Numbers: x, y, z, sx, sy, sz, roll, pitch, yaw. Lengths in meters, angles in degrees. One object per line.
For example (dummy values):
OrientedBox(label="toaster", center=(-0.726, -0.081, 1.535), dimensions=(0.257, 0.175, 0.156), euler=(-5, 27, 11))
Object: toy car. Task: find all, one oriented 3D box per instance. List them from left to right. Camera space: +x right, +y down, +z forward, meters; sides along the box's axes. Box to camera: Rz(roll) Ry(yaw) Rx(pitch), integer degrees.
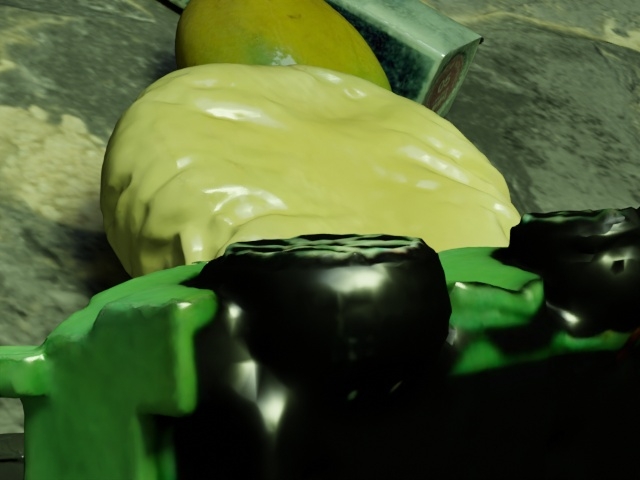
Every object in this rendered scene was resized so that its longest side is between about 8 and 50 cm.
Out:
OrientedBox(label="toy car", center=(0.007, 0.101, 0.706), dimensions=(0.176, 0.213, 0.359), euler=(1, 6, 41))

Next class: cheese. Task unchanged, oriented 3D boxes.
OrientedBox(label="cheese", center=(0.000, 0.000, 0.942), dimensions=(0.226, 0.117, 0.214), euler=(0, 35, -31))

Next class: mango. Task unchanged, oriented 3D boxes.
OrientedBox(label="mango", center=(-0.017, -0.091, 1.118), dimensions=(0.130, 0.092, 0.194), euler=(-9, 51, -47))

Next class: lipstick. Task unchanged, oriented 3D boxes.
OrientedBox(label="lipstick", center=(-0.035, -0.173, 1.244), dimensions=(0.290, 0.077, 0.076), euler=(32, 30, 17))

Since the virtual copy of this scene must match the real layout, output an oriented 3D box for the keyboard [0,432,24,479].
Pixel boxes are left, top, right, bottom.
OrientedBox(label="keyboard", center=(-0.058, 0.113, 0.811), dimensions=(0.231, 0.023, 0.072), euler=(1, 40, -36))
